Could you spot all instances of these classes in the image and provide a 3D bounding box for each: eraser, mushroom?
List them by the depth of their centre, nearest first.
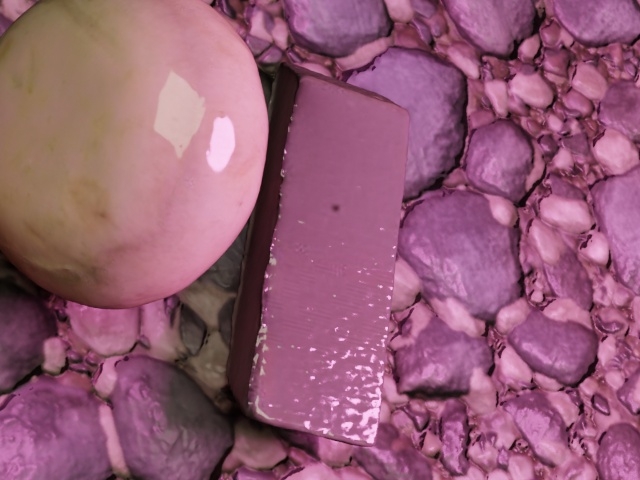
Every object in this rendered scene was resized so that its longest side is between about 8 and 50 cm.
[{"bbox_3d":[-0.147,-0.075,1.089,0.246,0.246,0.202,64,19,10],"label":"mushroom"},{"bbox_3d":[0.000,0.000,1.186,0.111,0.077,0.352,17,63,-19],"label":"eraser"}]
